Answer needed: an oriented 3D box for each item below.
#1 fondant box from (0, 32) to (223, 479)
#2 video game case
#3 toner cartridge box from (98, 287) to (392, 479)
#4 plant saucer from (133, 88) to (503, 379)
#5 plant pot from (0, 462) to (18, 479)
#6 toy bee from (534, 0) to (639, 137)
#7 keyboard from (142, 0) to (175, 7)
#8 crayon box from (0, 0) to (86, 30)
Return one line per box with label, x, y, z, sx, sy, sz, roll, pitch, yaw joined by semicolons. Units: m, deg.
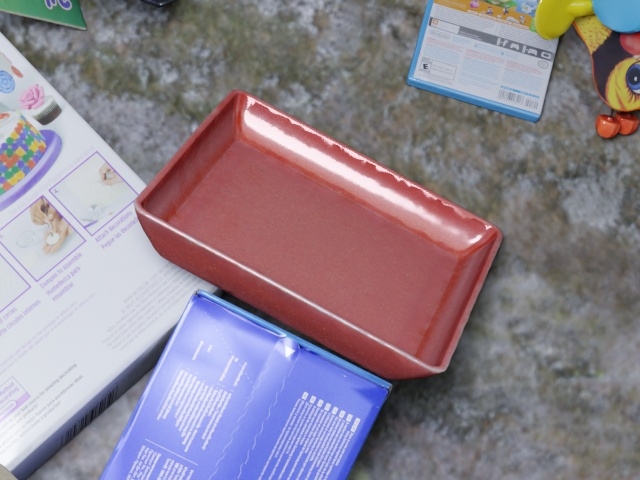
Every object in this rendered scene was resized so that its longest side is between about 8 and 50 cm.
fondant box;-0.270;-0.001;1.489;0.238;0.096;0.330;-41;82;-18
video game case;0.151;-0.194;1.654;0.119;0.015;0.166;16;70;-2
toner cartridge box;-0.098;0.226;1.399;0.165;0.075;0.348;27;85;-3
plant saucer;0.000;0.000;1.487;0.259;0.047;0.258;28;29;2
plant pot;-0.322;0.270;1.326;0.256;0.256;0.274;41;52;7
toy bee;0.256;-0.173;1.594;0.195;0.162;0.298;10;41;-29
keyboard;-0.168;-0.336;1.591;0.201;0.033;0.317;12;57;-46
crayon box;-0.271;-0.346;1.551;0.083;0.203;0.323;-26;73;30
